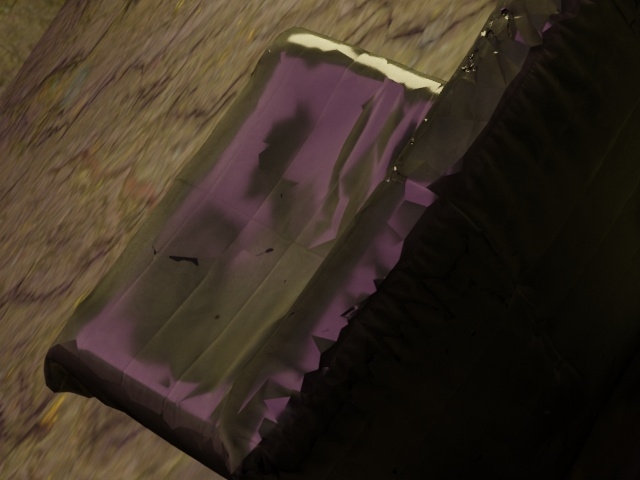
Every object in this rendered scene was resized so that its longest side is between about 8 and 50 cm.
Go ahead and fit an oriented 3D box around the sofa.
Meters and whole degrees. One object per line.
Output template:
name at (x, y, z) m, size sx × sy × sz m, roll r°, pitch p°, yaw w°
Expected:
sofa at (0.000, 0.000, 0.507) m, size 0.225 × 0.176 × 0.210 m, roll 27°, pitch 76°, yaw 39°
